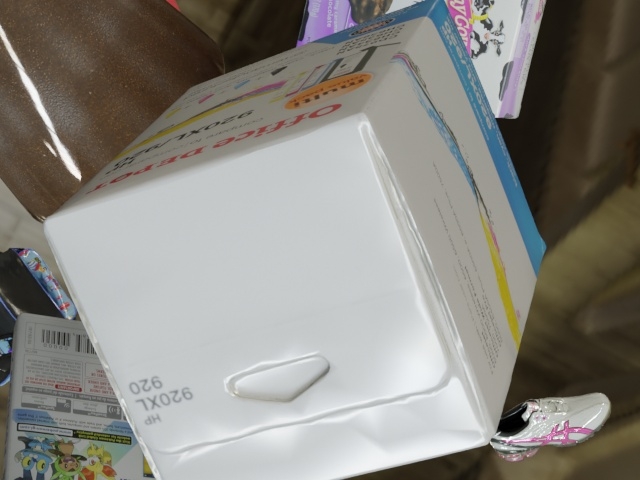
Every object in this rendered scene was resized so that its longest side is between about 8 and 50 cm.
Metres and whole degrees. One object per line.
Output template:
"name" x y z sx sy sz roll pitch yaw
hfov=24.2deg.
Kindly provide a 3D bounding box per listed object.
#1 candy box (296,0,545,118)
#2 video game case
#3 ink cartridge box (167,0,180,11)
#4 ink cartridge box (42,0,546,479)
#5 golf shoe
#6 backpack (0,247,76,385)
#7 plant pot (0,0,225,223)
"candy box" 0.092 -0.207 1.291 0.070 0.196 0.164 -11 115 -67
"video game case" -0.159 0.218 1.534 0.300 0.329 0.036 -97 -156 -44
"ink cartridge box" -0.343 -0.368 1.956 0.197 0.273 0.114 -34 -167 -32
"ink cartridge box" 0.000 0.000 0.772 0.171 0.168 0.232 -18 -164 19
"golf shoe" 0.331 0.263 2.170 0.186 0.086 0.067 -23 -135 11
"backpack" -0.441 0.113 2.087 0.117 0.158 0.173 -29 167 -43
"plant pot" -0.229 -0.163 1.195 0.215 0.230 0.215 -22 -136 22
